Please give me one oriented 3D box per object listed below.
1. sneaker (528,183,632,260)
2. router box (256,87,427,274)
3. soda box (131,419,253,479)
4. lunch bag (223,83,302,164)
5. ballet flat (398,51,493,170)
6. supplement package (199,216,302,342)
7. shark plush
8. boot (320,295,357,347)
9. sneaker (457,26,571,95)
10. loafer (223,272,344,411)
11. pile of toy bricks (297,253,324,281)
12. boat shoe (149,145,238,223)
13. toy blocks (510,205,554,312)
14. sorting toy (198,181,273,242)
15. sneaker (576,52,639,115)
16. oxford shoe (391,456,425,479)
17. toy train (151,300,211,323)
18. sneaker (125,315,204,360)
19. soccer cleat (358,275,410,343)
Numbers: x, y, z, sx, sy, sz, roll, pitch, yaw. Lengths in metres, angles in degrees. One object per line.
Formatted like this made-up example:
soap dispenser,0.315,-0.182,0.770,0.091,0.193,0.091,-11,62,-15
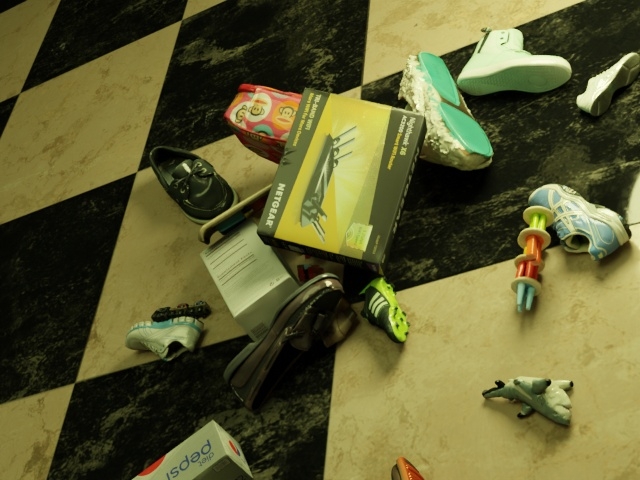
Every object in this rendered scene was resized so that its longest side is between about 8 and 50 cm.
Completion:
sneaker,0.427,-0.033,1.766,0.081,0.080,0.211,-44,37,-11
router box,0.044,-0.114,1.944,0.243,0.081,0.308,14,76,13
soda box,-0.267,0.452,1.831,0.286,0.091,0.098,-37,38,3
lunch bag,-0.038,-0.209,2.184,0.293,0.258,0.120,20,78,27
ballet flat,0.244,-0.236,2.104,0.147,0.147,0.408,-29,36,13
supplement package,-0.120,0.088,2.037,0.134,0.139,0.244,-36,36,0
shark plush,0.316,0.245,1.604,0.161,0.073,0.067,1,83,34
boot,0.020,0.147,1.949,0.087,0.042,0.118,-46,30,5
sneaker,0.409,-0.383,2.112,0.256,0.094,0.151,3,60,43
loafer,-0.053,0.193,1.898,0.302,0.109,0.095,-47,52,18
pile of toy bricks,0.000,0.000,2.078,0.105,0.118,0.212,-6,24,-3
boat shoe,-0.313,-0.147,2.445,0.127,0.113,0.340,-41,38,-4
toy blocks,0.353,0.035,1.730,0.054,0.123,0.148,10,53,9
sorting toy,-0.152,-0.062,2.178,0.229,0.041,0.307,-36,0,-3
sneaker,0.546,-0.304,1.963,0.152,0.053,0.061,-45,36,-7
oxford shoe,0.128,0.444,1.523,0.098,0.097,0.271,-31,38,19
toy train,-0.296,0.152,2.208,0.158,0.027,0.036,-10,36,33
sneaker,-0.334,0.213,2.144,0.191,0.071,0.082,-14,50,29
soccer cleat,0.113,0.137,1.874,0.072,0.060,0.179,-39,31,15
